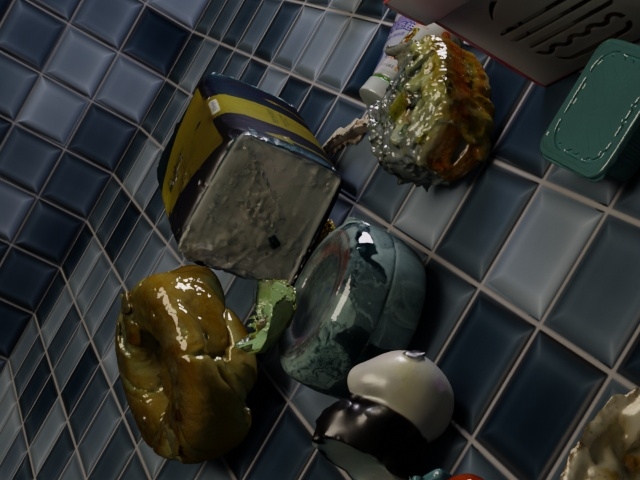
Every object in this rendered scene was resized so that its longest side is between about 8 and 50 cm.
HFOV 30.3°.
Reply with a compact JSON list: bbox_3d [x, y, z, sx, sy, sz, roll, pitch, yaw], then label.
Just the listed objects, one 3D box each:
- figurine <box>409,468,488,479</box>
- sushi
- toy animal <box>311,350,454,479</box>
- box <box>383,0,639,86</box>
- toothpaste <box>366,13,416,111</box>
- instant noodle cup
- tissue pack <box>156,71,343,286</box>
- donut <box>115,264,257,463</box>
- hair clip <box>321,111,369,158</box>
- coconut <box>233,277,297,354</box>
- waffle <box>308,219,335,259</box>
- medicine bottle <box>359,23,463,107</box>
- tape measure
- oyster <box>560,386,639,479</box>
[{"bbox_3d":[0.156,0.312,1.413,0.140,0.068,0.075,-22,42,47],"label":"figurine"},{"bbox_3d":[0.174,-0.203,1.835,0.184,0.139,0.274,-41,32,38],"label":"sushi"},{"bbox_3d":[0.094,0.233,1.533,0.138,0.166,0.179,12,62,51],"label":"toy animal"},{"bbox_3d":[0.312,-0.437,1.600,0.314,0.300,0.312,-24,47,54],"label":"box"},{"bbox_3d":[0.169,-0.379,2.135,0.125,0.080,0.371,-14,45,48],"label":"toothpaste"},{"bbox_3d":[0.370,-0.153,1.476,0.179,0.070,0.157,-58,25,7],"label":"instant noodle cup"},{"bbox_3d":[-0.141,-0.116,2.208,0.264,0.253,0.416,-63,22,16],"label":"tissue pack"},{"bbox_3d":[-0.236,0.209,2.054,0.360,0.170,0.360,25,120,55],"label":"donut"},{"bbox_3d":[0.064,-0.206,2.189,0.226,0.034,0.072,-21,43,58],"label":"hair clip"},{"bbox_3d":[-0.076,0.115,1.756,0.133,0.055,0.158,-61,16,17],"label":"coconut"},{"bbox_3d":[-0.001,0.000,2.119,0.085,0.016,0.078,-51,22,22],"label":"waffle"},{"bbox_3d":[0.154,-0.291,1.983,0.183,0.086,0.086,-50,21,-13],"label":"medicine bottle"},{"bbox_3d":[0.048,0.101,1.752,0.256,0.147,0.275,-57,19,25],"label":"tape measure"},{"bbox_3d":[0.330,0.215,1.116,0.341,0.110,0.166,-61,29,-5],"label":"oyster"}]
